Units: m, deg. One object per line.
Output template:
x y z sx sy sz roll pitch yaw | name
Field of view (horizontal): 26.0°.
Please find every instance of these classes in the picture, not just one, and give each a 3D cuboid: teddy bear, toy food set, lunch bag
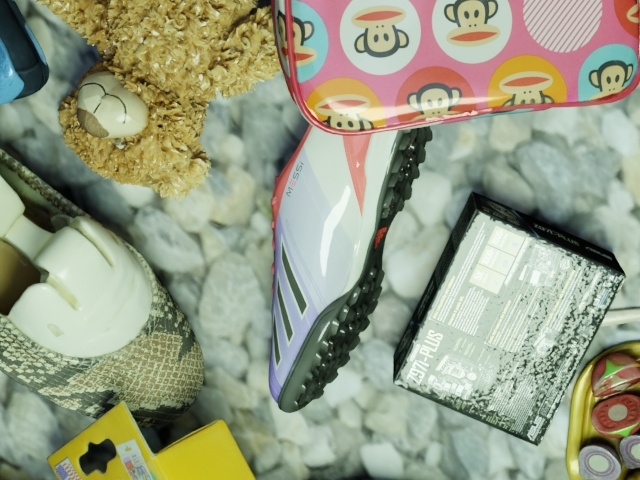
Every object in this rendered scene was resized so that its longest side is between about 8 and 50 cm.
-0.127 -0.202 1.183 0.245 0.113 0.338 41 103 -5 | teddy bear
0.296 0.168 1.272 0.128 0.071 0.217 2 104 3 | toy food set
0.104 -0.222 1.083 0.293 0.120 0.258 -6 102 -3 | lunch bag

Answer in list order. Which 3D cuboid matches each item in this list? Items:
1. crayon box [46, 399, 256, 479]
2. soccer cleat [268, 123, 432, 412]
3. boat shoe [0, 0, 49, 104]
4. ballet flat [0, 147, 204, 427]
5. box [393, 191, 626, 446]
-0.107 0.296 1.240 0.322 0.083 0.203 60 143 6 | crayon box
0.000 0.000 1.242 0.116 0.109 0.318 24 108 18 | soccer cleat
-0.329 -0.222 1.197 0.109 0.089 0.258 -31 85 23 | boat shoe
-0.288 -0.011 1.195 0.483 0.182 0.164 39 61 -5 | ballet flat
0.167 0.071 1.251 0.147 0.077 0.180 23 104 -3 | box
